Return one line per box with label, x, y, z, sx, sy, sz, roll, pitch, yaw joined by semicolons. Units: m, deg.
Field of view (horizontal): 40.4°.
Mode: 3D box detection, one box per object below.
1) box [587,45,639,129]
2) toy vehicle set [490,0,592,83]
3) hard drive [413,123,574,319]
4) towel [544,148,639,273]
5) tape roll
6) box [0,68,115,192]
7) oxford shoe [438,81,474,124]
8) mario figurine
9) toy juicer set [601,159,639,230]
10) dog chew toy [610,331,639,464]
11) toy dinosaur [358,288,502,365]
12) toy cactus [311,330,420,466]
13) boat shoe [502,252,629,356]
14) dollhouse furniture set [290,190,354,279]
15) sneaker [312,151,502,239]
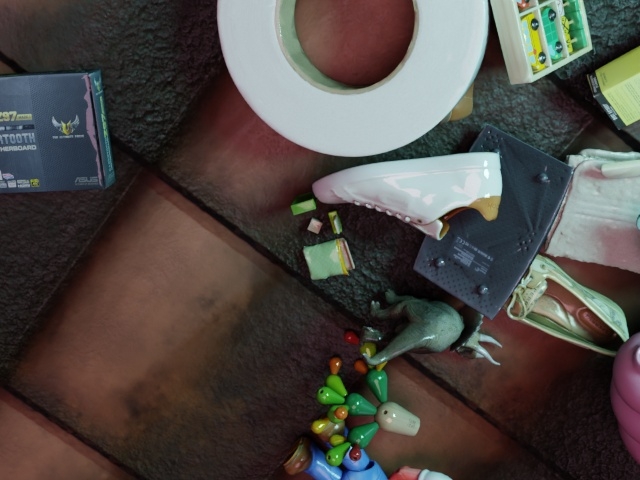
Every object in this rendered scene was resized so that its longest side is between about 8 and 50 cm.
box;0.500;-0.249;1.214;0.232;0.058;0.087;-29;131;31
toy vehicle set;0.289;-0.365;1.189;0.035;0.166;0.267;2;116;48
hard drive;0.263;-0.028;1.315;0.172;0.054;0.255;34;107;30
towel;0.490;-0.033;1.311;0.282;0.049;0.187;13;125;7
tape roll;0.041;-0.313;1.224;0.392;0.072;0.392;5;108;17
box;-0.450;-0.169;1.362;0.232;0.059;0.183;-2;108;5
oxford shoe;0.190;-0.281;1.279;0.076;0.076;0.212;-12;108;-23
mario figurine;0.095;0.442;1.467;0.320;0.170;0.198;42;134;-3
toy juicer set;0.564;-0.007;1.223;0.209;0.089;0.329;-26;112;28
dog chew toy;0.530;0.238;1.299;0.206;0.207;0.332;-31;138;14
toy dinosaur;0.159;0.131;1.344;0.160;0.313;0.121;-2;83;29
toy cactus;0.082;0.269;1.422;0.180;0.219;0.112;23;147;-13
boat shoe;0.362;0.093;1.371;0.285;0.089;0.104;24;110;-3
dollhouse furniture set;0.000;0.000;1.385;0.076;0.058;0.152;-15;107;10
sneaker;0.124;-0.058;1.297;0.290;0.106;0.123;-4;91;23
